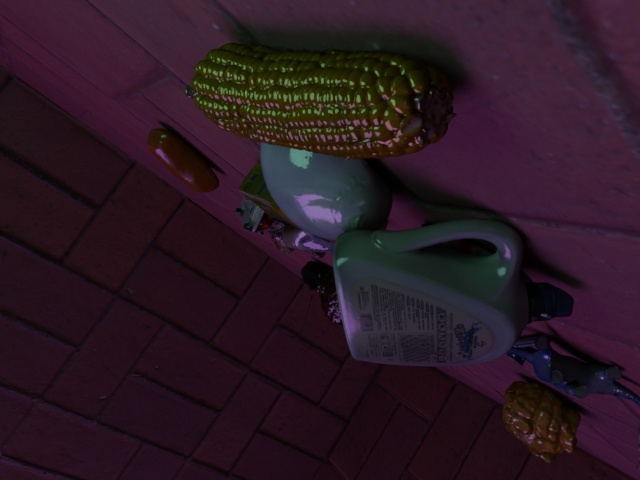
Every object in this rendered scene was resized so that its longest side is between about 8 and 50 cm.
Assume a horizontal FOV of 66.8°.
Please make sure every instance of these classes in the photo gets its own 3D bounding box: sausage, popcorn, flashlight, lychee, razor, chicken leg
[{"bbox_3d":[-0.365,-0.209,1.305,0.098,0.098,0.238,25,167,43],"label":"sausage"},{"bbox_3d":[0.657,0.536,1.447,0.250,0.190,0.250,42,180,0],"label":"popcorn"},{"bbox_3d":[0.082,0.171,1.778,0.103,0.103,0.424,40,167,-38],"label":"flashlight"},{"bbox_3d":[0.080,0.144,1.326,0.239,0.199,0.200,17,177,-21],"label":"lychee"},{"bbox_3d":[0.419,0.211,0.990,0.084,0.036,0.211,37,164,12],"label":"razor"},{"bbox_3d":[-0.080,0.005,1.506,0.196,0.080,0.125,34,159,-9],"label":"chicken leg"}]

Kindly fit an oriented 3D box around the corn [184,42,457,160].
[{"bbox_3d":[-0.015,-0.130,0.460,0.313,0.101,0.102,26,168,42],"label":"corn"}]

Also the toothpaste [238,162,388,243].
[{"bbox_3d":[-0.027,-0.067,0.919,0.328,0.077,0.110,23,164,49],"label":"toothpaste"}]

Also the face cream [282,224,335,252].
[{"bbox_3d":[0.000,0.000,1.291,0.224,0.070,0.114,8,157,42],"label":"face cream"}]

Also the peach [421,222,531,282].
[{"bbox_3d":[0.242,0.073,0.763,0.279,0.068,0.189,37,172,-24],"label":"peach"}]

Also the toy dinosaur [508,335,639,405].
[{"bbox_3d":[0.442,0.237,0.863,0.330,0.076,0.144,17,168,28],"label":"toy dinosaur"}]

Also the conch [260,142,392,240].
[{"bbox_3d":[-0.003,-0.088,0.668,0.221,0.121,0.184,37,142,6],"label":"conch"}]

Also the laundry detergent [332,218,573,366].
[{"bbox_3d":[0.168,0.068,0.618,0.281,0.105,0.214,-4,122,15],"label":"laundry detergent"}]

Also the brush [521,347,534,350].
[{"bbox_3d":[0.444,0.232,1.084,0.170,0.014,0.043,33,168,10],"label":"brush"}]

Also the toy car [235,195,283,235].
[{"bbox_3d":[-0.143,-0.074,1.252,0.112,0.112,0.139,20,-169,-36],"label":"toy car"}]

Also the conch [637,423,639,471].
[{"bbox_3d":[0.467,0.229,0.467,0.324,0.186,0.263,-6,125,56],"label":"conch"}]
